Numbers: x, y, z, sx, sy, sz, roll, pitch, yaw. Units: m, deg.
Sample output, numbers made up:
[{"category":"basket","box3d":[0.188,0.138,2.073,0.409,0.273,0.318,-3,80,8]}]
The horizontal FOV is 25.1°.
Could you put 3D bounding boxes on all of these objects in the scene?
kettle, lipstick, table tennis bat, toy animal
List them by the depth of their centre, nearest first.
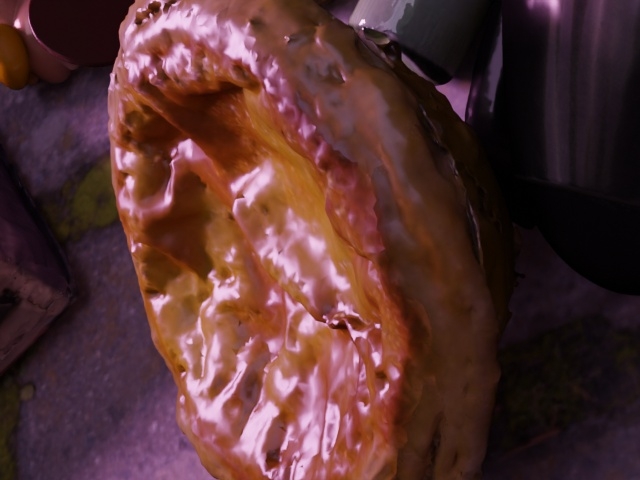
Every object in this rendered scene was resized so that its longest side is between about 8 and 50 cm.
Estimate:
[{"category":"kettle","box3d":[0.159,-0.110,0.700,0.251,0.207,0.271,15,91,31]},{"category":"lipstick","box3d":[0.112,-0.238,0.849,0.076,0.076,0.304,29,93,38]},{"category":"table tennis bat","box3d":[-0.154,-0.192,1.037,0.087,0.013,0.156,18,66,-1]},{"category":"toy animal","box3d":[-0.211,-0.164,1.063,0.082,0.091,0.114,-20,74,-2]}]

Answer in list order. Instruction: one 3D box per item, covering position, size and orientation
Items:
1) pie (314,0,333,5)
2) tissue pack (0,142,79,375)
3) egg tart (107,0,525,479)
[{"category":"pie","box3d":[-0.014,-0.233,0.958,0.195,0.046,0.195,-14,66,33]},{"category":"tissue pack","box3d":[-0.342,-0.013,1.065,0.242,0.125,0.343,-43,55,13]},{"category":"egg tart","box3d":[0.001,0.000,0.768,0.341,0.132,0.341,35,135,45]}]
